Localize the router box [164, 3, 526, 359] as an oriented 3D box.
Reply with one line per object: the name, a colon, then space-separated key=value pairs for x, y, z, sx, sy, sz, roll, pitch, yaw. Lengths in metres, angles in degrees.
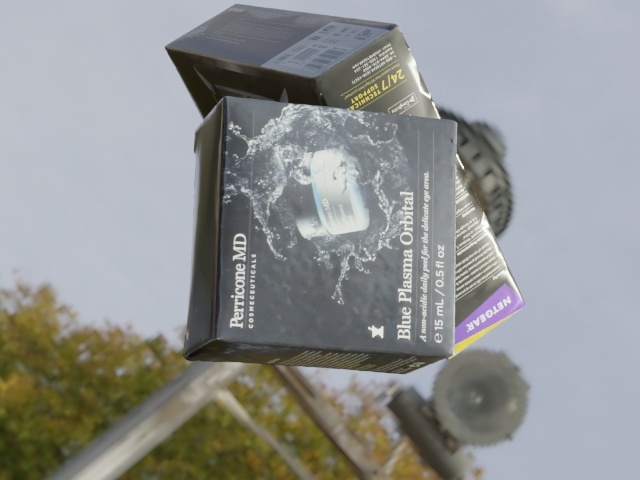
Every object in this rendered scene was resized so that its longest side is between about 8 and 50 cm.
router box: x=0.011 y=-0.058 z=1.276 sx=0.309 sy=0.081 sz=0.243 roll=24 pitch=-36 yaw=62

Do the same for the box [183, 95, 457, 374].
box: x=0.000 y=0.000 z=1.029 sx=0.093 sy=0.158 sz=0.156 roll=146 pitch=-54 yaw=-70
